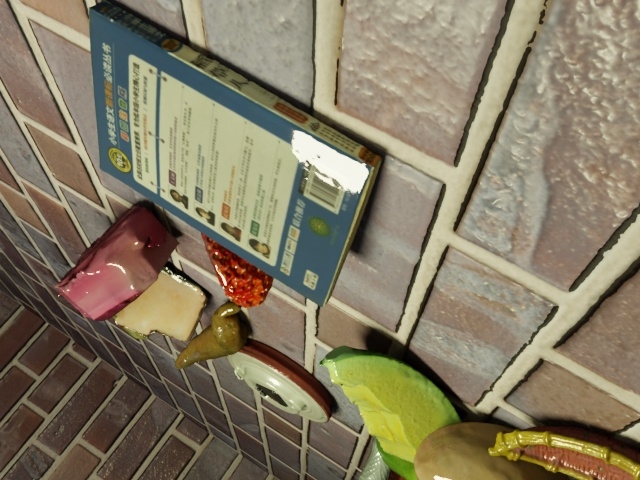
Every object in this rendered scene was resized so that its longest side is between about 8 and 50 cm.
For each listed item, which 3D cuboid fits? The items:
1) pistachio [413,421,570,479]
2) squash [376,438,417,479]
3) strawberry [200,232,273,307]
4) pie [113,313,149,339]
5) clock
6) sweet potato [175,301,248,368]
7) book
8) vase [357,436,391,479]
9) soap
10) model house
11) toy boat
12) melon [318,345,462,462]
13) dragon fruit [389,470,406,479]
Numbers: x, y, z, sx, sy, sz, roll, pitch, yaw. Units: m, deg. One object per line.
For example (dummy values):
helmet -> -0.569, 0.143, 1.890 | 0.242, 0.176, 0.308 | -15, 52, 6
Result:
pistachio -> 0.294, 0.415, 1.205 | 0.260, 0.213, 0.163 | 41, 165, 14
squash -> 0.188, 0.445, 1.459 | 0.101, 0.101, 0.379 | 41, 172, -10
strawberry -> -0.132, 0.006, 1.166 | 0.236, 0.107, 0.175 | 74, 174, -50
pie -> -0.645, 0.270, 2.348 | 0.187, 0.041, 0.186 | 29, 155, 15
clock -> -0.110, 0.371, 1.791 | 0.319, 0.080, 0.318 | 30, 154, 16
sweet potato -> -0.238, 0.232, 1.674 | 0.124, 0.097, 0.310 | 7, 149, -32
book -> -0.139, -0.106, 0.961 | 0.428, 0.039, 0.300 | 32, 141, 11
vase -> 0.125, 0.575, 1.671 | 0.096, 0.219, 0.096 | 22, 174, 3
soap -> -0.421, 0.049, 1.454 | 0.127, 0.220, 0.325 | 41, 131, -18
model house -> -0.374, 0.154, 1.683 | 0.183, 0.166, 0.172 | 25, 172, -9
toy boat -> 0.412, 0.345, 1.057 | 0.318, 0.099, 0.141 | 17, 146, 41
melon -> 0.124, 0.281, 1.279 | 0.196, 0.124, 0.323 | -3, 132, 44
dragon fruit -> 0.234, 0.710, 1.774 | 0.306, 0.225, 0.305 | 28, 152, 17
